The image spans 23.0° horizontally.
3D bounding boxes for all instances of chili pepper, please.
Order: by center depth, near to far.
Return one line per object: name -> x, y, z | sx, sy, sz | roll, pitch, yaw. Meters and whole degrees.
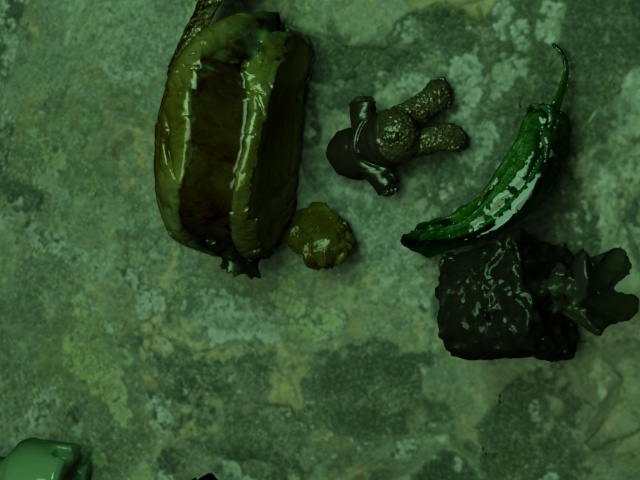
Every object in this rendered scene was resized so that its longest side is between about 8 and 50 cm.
chili pepper -> 0.205, -0.071, 1.711 | 0.279, 0.065, 0.122 | -48, 52, 10

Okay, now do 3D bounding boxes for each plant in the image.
plant -> 0.225, 0.059, 1.660 | 0.203, 0.142, 0.131 | -4, 72, 28

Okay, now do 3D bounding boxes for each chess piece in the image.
chess piece -> -0.442, 0.296, 1.939 | 0.299, 0.194, 0.194 | 4, 91, 15

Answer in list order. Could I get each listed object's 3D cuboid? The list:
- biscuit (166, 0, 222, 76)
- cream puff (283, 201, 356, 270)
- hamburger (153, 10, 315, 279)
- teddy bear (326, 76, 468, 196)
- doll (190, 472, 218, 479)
biscuit -> -0.116, -0.293, 1.797 | 0.026, 0.131, 0.237 | 27, 86, -8
cream puff -> 0.000, 0.000, 1.807 | 0.083, 0.083, 0.058 | 8, 137, 13
hamburger -> -0.104, -0.115, 1.770 | 0.132, 0.211, 0.308 | 11, 93, 19
teddy bear -> 0.078, -0.114, 1.759 | 0.160, 0.078, 0.119 | -22, 85, 21
doll -> -0.163, 0.359, 1.865 | 0.249, 0.088, 0.127 | -35, 97, 29
